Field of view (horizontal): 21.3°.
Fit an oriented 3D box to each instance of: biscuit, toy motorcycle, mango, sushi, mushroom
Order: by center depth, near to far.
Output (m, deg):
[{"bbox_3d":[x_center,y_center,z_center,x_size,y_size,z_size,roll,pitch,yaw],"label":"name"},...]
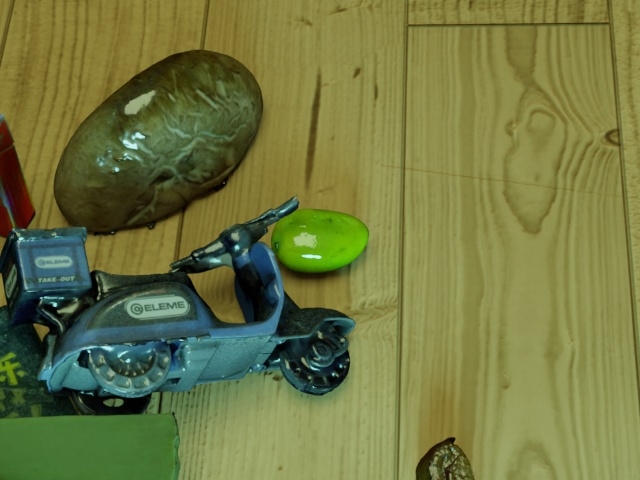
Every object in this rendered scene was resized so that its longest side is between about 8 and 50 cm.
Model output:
[{"bbox_3d":[-0.296,0.215,1.632,0.322,0.038,0.099,-4,50,-1],"label":"biscuit"},{"bbox_3d":[0.122,0.253,1.663,0.052,0.055,0.120,-6,62,-14],"label":"sushi"},{"bbox_3d":[-0.135,0.069,1.741,0.358,0.125,0.212,-3,62,-25],"label":"toy motorcycle"},{"bbox_3d":[0.000,0.000,1.862,0.108,0.056,0.073,-11,58,-5],"label":"mango"},{"bbox_3d":[-0.182,-0.136,1.922,0.286,0.151,0.156,-38,61,-22],"label":"mushroom"}]

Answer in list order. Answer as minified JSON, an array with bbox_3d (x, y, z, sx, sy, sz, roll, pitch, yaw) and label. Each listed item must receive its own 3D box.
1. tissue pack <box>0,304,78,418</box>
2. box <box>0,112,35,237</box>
[{"bbox_3d":[-0.338,0.199,1.719,0.185,0.081,0.257,-22,55,-15],"label":"tissue pack"},{"bbox_3d":[-0.388,-0.082,1.881,0.112,0.175,0.048,17,56,15],"label":"box"}]
